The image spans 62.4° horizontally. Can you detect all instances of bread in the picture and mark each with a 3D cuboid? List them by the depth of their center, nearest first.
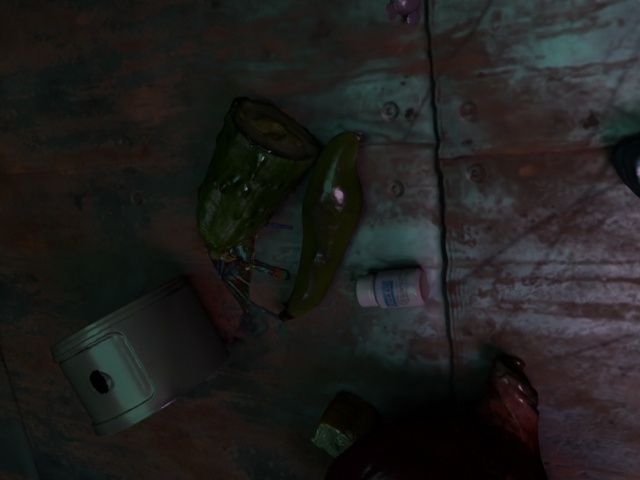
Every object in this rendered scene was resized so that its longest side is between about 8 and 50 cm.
[{"bbox_3d":[0.037,0.285,0.800,0.083,0.070,0.077,29,117,11],"label":"bread"}]

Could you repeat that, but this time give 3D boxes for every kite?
[{"bbox_3d":[-0.119,0.034,0.826,0.160,0.010,0.183,17,113,19],"label":"kite"}]

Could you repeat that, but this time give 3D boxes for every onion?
[{"bbox_3d":[0.175,0.323,0.642,0.347,0.348,0.386,24,80,17],"label":"onion"}]

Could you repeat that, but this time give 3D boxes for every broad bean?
[{"bbox_3d":[-0.001,0.003,0.728,0.075,0.067,0.325,29,115,24],"label":"broad bean"}]

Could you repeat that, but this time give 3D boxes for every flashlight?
[{"bbox_3d":[0.100,-0.307,0.603,0.031,0.052,0.111,30,116,54],"label":"flashlight"}]

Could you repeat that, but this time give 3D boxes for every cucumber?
[{"bbox_3d":[-0.110,-0.065,0.733,0.134,0.134,0.245,38,121,10],"label":"cucumber"}]

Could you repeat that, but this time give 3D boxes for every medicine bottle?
[{"bbox_3d":[0.096,0.065,0.710,0.089,0.052,0.052,-7,103,27],"label":"medicine bottle"}]

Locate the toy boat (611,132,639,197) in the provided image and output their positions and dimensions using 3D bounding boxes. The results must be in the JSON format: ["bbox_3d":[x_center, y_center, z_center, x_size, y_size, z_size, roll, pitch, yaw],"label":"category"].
[{"bbox_3d":[0.431,-0.043,0.505,0.282,0.078,0.127,21,117,17],"label":"toy boat"}]

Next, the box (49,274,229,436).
[{"bbox_3d":[-0.276,0.172,0.821,0.226,0.226,0.150,-27,94,30],"label":"box"}]
